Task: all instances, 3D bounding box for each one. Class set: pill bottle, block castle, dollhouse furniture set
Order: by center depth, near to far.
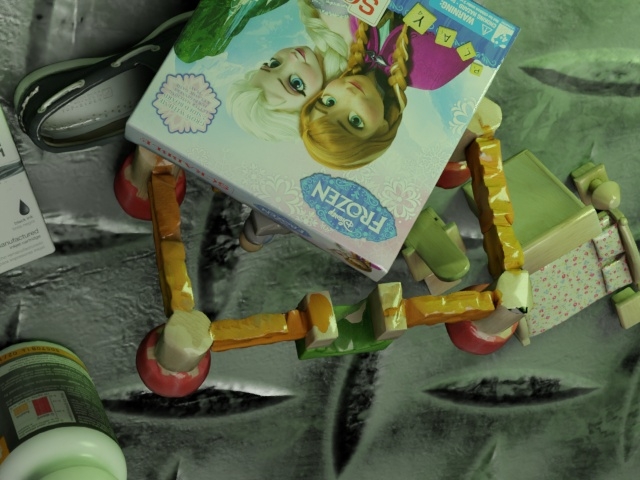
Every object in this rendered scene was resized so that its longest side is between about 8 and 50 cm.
[{"bbox_3d":[0.000,0.000,1.720,0.453,0.303,0.213,-7,165,-14],"label":"block castle"},{"bbox_3d":[-0.321,0.255,1.764,0.162,0.278,0.162,-11,123,-18],"label":"pill bottle"},{"bbox_3d":[0.307,0.080,2.002,0.303,0.174,0.356,-29,127,-4],"label":"dollhouse furniture set"}]

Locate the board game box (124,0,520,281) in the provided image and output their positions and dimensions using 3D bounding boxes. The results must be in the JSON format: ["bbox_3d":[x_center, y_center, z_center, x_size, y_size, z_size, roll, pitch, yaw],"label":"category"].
[{"bbox_3d":[0.004,-0.171,1.605,0.318,0.066,0.318,29,77,-2],"label":"board game box"}]

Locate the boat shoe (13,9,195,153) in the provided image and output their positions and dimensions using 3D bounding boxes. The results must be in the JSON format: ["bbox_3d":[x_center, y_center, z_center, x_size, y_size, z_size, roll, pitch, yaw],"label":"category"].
[{"bbox_3d":[-0.191,-0.172,1.674,0.302,0.091,0.114,-24,127,-9],"label":"boat shoe"}]

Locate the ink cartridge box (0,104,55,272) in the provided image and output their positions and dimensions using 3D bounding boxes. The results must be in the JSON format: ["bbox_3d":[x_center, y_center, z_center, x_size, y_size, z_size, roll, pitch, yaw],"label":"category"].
[{"bbox_3d":[-0.402,-0.062,1.651,0.153,0.087,0.208,-23,125,-11],"label":"ink cartridge box"}]
